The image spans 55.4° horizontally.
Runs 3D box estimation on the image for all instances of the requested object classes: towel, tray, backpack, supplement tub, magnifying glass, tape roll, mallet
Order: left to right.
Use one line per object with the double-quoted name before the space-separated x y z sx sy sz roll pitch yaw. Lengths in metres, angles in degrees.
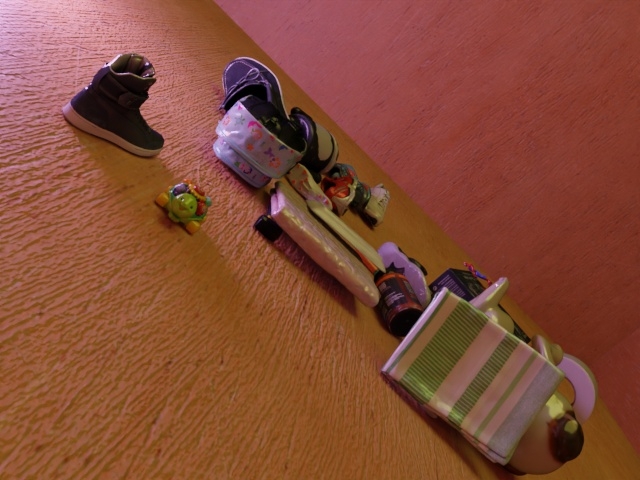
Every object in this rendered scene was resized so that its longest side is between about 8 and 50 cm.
"backpack" -0.156 -0.251 1.551 0.225 0.191 0.253 41 9 -9
"mallet" -0.114 -0.045 1.447 0.062 0.039 0.189 45 12 -7
"towel" 0.000 0.000 1.532 0.332 0.053 0.317 42 9 -17
"tray" 0.073 -0.021 1.660 0.270 0.030 0.145 41 4 -16
"magnifying glass" 0.185 0.111 1.840 0.231 0.026 0.092 48 16 9
"supplement tub" 0.201 0.156 1.620 0.106 0.106 0.198 37 19 -31
"towel" 0.327 0.286 1.308 0.325 0.248 0.038 37 -7 4
"tape roll" 0.781 0.496 2.015 0.246 0.246 0.169 53 18 23

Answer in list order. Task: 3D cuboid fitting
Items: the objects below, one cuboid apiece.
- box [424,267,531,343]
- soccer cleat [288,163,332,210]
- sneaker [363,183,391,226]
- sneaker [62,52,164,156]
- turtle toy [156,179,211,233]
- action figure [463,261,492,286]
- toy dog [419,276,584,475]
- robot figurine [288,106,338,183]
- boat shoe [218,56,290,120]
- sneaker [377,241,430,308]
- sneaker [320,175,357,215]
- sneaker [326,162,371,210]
"box" 0.488 0.264 1.957 0.312 0.179 0.343 52 17 19
"soccer cleat" -0.034 -0.158 1.887 0.196 0.068 0.076 51 1 13
"sneaker" 0.218 -0.148 2.376 0.110 0.118 0.292 57 12 -22
"sneaker" -0.339 -0.251 1.139 0.086 0.163 0.226 51 15 24
"turtle toy" -0.241 -0.066 1.102 0.095 0.066 0.130 43 16 -11
"action figure" 0.530 0.112 2.068 0.115 0.030 0.038 47 9 28
"toy dog" 0.437 0.351 1.434 0.408 0.284 0.395 49 37 5
"robot figurine" -0.053 -0.312 1.996 0.174 0.209 0.278 28 4 33
"boat shoe" -0.214 -0.431 1.879 0.156 0.187 0.500 38 22 -47
"sneaker" 0.279 0.118 1.838 0.153 0.101 0.268 31 19 -41
"sneaker" 0.056 -0.182 2.107 0.118 0.107 0.279 34 15 -10
"sneaker" 0.091 -0.204 2.302 0.125 0.104 0.262 11 30 -35
